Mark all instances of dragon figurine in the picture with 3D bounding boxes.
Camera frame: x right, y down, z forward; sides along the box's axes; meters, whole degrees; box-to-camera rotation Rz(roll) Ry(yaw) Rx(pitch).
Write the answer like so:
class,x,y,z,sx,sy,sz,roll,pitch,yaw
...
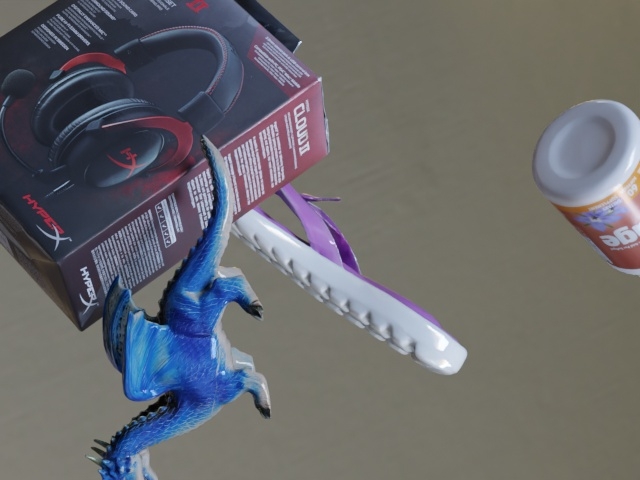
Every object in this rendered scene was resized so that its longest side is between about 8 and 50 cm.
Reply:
class,x,y,z,sx,sy,sz,roll,pitch,yaw
dragon figurine,-0.119,0.074,1.392,0.085,0.144,0.289,-124,-152,-65

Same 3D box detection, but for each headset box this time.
class,x,y,z,sx,sy,sz,roll,pitch,yaw
headset box,-0.150,-0.102,1.489,0.218,0.293,0.110,45,-20,27

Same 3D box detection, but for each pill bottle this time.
class,x,y,z,sx,sy,sz,roll,pitch,yaw
pill bottle,0.316,-0.041,1.857,0.121,0.121,0.216,29,-8,47

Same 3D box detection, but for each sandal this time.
class,x,y,z,sx,sy,sz,roll,pitch,yaw
sandal,0.000,0.002,2.034,0.416,0.102,0.169,36,-6,4
